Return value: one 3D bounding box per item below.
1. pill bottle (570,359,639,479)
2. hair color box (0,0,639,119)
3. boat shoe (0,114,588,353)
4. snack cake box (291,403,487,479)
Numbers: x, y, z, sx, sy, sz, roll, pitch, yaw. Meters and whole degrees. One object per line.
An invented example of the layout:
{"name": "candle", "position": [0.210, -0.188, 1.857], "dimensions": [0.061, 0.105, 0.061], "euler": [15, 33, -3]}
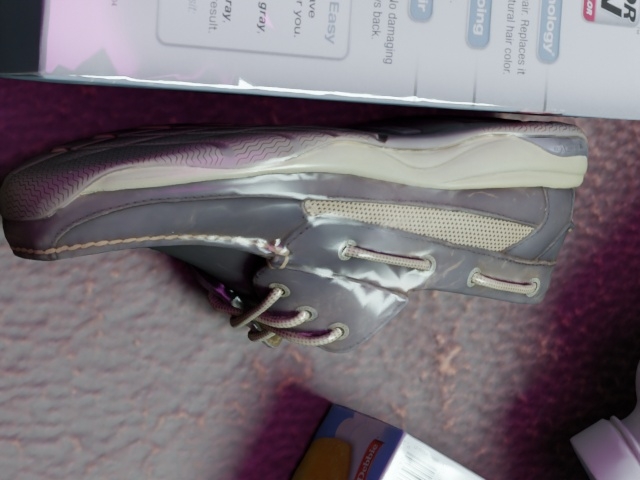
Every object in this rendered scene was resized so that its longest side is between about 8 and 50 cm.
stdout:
{"name": "pill bottle", "position": [0.326, 0.097, 1.153], "dimensions": [0.323, 0.181, 0.181], "euler": [-30, 110, 2]}
{"name": "hair color box", "position": [0.009, -0.169, 1.026], "dimensions": [0.374, 0.113, 0.185], "euler": [2, 94, -28]}
{"name": "boat shoe", "position": [0.000, 0.000, 1.030], "dimensions": [0.355, 0.132, 0.130], "euler": [-4, 97, -27]}
{"name": "snack cake box", "position": [0.020, 0.250, 1.091], "dimensions": [0.152, 0.089, 0.264], "euler": [34, 79, -29]}
